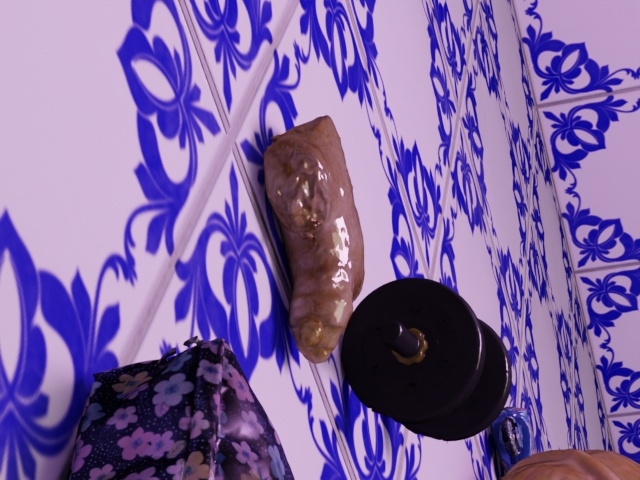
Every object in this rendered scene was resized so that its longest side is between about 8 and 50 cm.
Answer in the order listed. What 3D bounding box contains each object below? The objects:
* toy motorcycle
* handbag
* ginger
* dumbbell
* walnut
[{"bbox_3d":[0.301,0.323,1.996,0.114,0.076,0.205,-92,164,-45],"label":"toy motorcycle"},{"bbox_3d":[-0.067,0.194,0.741,0.229,0.126,0.208,-92,163,-51],"label":"handbag"},{"bbox_3d":[0.002,-0.001,1.164,0.137,0.074,0.213,-5,82,-64],"label":"ginger"},{"bbox_3d":[0.112,0.126,1.338,0.325,0.143,0.143,39,44,-66],"label":"dumbbell"},{"bbox_3d":[0.341,0.414,1.750,0.296,0.285,0.285,-3,82,-36],"label":"walnut"}]
